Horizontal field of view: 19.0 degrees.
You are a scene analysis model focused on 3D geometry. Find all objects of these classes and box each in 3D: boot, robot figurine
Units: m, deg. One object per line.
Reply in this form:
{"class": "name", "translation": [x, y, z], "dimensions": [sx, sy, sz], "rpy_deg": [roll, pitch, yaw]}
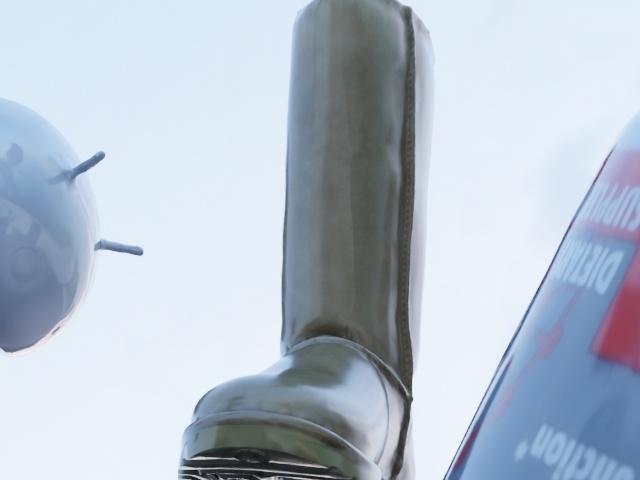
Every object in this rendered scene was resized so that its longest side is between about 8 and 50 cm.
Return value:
{"class": "boot", "translation": [0.000, 0.000, 0.931], "dimensions": [0.089, 0.269, 0.236], "rpy_deg": [0, -16, 12]}
{"class": "robot figurine", "translation": [-0.318, 0.003, 1.435], "dimensions": [0.353, 0.199, 0.300], "rpy_deg": [-10, -24, 3]}

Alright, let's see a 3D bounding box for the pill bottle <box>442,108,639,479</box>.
{"class": "pill bottle", "translation": [0.084, 0.168, 0.399], "dimensions": [0.210, 0.210, 0.363], "rpy_deg": [28, -93, -53]}
